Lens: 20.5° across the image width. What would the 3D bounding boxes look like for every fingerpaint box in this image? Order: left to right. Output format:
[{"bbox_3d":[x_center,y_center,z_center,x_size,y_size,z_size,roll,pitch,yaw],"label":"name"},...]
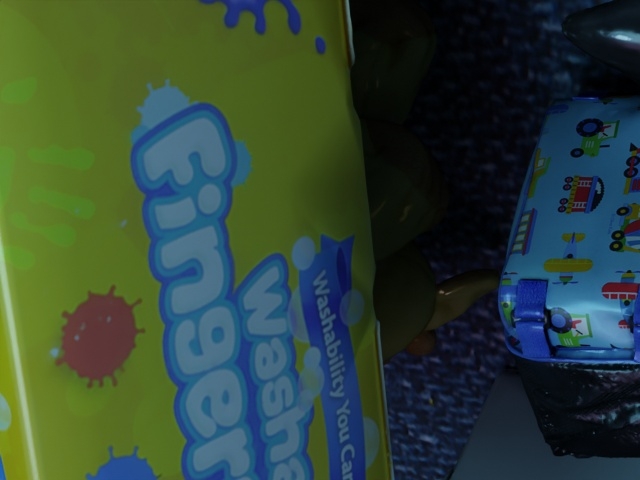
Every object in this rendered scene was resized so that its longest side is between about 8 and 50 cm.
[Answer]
[{"bbox_3d":[-0.159,-0.020,0.699,0.371,0.163,0.444,12,114,47],"label":"fingerpaint box"}]

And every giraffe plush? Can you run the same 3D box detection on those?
[{"bbox_3d":[0.000,0.000,0.845,0.181,0.210,0.170,6,165,31],"label":"giraffe plush"}]

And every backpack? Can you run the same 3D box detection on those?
[{"bbox_3d":[0.176,0.014,0.727,0.173,0.158,0.117,3,141,29],"label":"backpack"}]

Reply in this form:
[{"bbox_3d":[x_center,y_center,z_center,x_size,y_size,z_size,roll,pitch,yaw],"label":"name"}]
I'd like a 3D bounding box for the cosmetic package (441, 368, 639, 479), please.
[{"bbox_3d":[0.235,0.194,0.859,0.366,0.197,0.155,5,136,33],"label":"cosmetic package"}]

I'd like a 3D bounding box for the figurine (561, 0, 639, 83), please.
[{"bbox_3d":[0.153,-0.097,0.605,0.209,0.092,0.215,-1,167,37],"label":"figurine"}]
